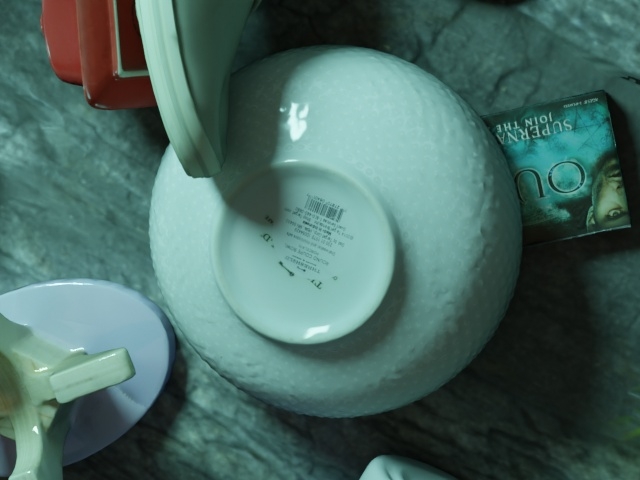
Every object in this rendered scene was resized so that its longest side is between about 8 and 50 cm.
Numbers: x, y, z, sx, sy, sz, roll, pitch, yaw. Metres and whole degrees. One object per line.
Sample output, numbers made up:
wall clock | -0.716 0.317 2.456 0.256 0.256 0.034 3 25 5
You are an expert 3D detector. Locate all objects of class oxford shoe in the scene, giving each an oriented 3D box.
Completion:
oxford shoe | -0.089 -0.274 1.295 0.130 0.169 0.449 -3 75 1

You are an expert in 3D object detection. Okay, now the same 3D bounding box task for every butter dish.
butter dish | -0.197 -0.196 1.384 0.118 0.160 0.160 0 97 32

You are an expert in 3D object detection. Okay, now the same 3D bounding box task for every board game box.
board game box | 0.175 -0.055 1.395 0.186 0.026 0.126 -12 96 10

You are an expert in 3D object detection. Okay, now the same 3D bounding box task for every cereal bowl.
cereal bowl | 0.000 0.000 1.355 0.339 0.141 0.339 3 100 15

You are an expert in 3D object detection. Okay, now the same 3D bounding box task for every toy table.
toy table | -0.276 0.142 1.422 0.274 0.161 0.252 -32 92 10

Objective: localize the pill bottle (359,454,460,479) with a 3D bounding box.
pill bottle | 0.050 0.345 1.406 0.152 0.152 0.272 29 101 3
